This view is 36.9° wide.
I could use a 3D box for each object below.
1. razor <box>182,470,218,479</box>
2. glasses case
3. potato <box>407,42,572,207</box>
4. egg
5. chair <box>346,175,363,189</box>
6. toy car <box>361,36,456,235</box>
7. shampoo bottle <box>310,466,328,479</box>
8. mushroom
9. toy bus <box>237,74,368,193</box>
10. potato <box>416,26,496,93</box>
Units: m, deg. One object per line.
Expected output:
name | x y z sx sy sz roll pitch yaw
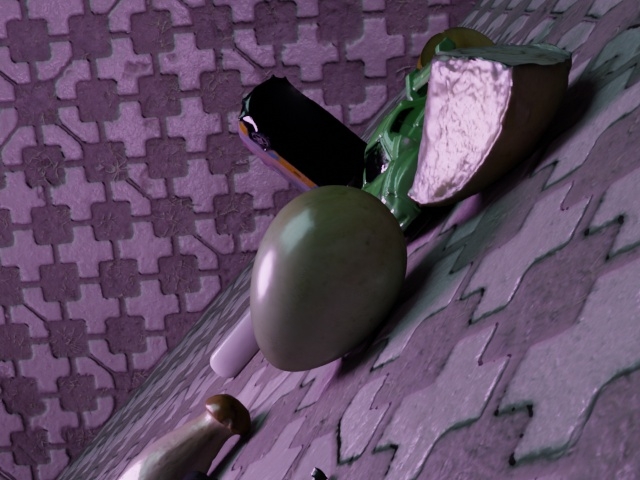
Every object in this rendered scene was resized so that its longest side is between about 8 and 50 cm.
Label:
razor | -0.269 0.475 1.350 0.349 0.113 0.204 -47 6 19
glasses case | -0.169 0.223 2.144 0.193 0.074 0.049 -51 11 -3
potato | 0.273 -0.157 1.414 0.189 0.211 0.264 33 122 47
egg | 0.004 0.061 1.419 0.295 0.218 0.218 -64 7 3
chair | 0.120 -0.097 1.933 0.229 0.113 0.106 -51 9 19
toy car | 0.170 -0.160 1.677 0.358 0.176 0.213 -54 8 -24
shampoo bottle | -0.043 0.322 1.114 0.137 0.027 0.048 -50 10 -1
mushroom | -0.255 0.402 1.613 0.350 0.128 0.128 -47 7 -13
toy bus | -0.023 -0.193 2.182 0.171 0.386 0.162 -52 3 -23
potato | 0.267 -0.311 1.955 0.158 0.178 0.203 114 174 -52
